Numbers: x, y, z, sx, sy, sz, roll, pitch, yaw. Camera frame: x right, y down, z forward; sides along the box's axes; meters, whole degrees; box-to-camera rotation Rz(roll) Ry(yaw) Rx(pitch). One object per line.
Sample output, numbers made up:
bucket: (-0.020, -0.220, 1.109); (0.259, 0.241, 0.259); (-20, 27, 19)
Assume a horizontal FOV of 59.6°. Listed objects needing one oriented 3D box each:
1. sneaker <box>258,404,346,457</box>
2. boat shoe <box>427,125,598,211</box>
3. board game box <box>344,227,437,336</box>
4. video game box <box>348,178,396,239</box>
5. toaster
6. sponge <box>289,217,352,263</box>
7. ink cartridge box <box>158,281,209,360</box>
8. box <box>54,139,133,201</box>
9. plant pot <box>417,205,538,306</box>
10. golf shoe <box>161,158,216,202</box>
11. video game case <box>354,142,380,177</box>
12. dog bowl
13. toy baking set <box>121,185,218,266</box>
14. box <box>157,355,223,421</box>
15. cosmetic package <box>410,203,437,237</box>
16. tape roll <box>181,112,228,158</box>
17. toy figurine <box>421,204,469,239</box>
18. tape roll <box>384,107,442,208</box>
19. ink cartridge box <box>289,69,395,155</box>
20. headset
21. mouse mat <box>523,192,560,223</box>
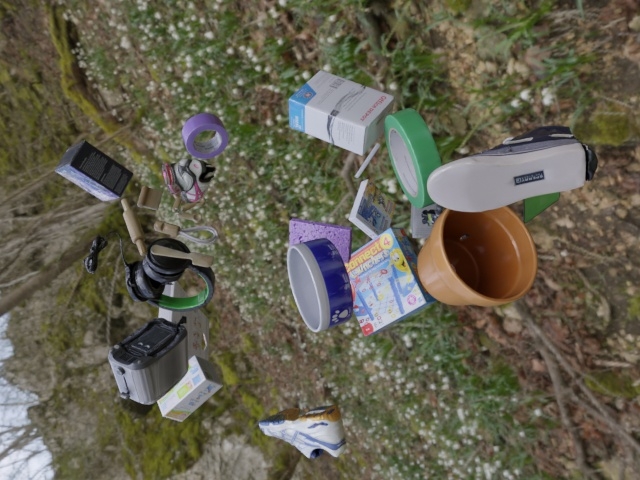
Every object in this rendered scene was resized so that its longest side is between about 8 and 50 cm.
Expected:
sneaker: (-0.055, 0.531, 1.516); (0.111, 0.296, 0.131); (-16, -92, -46)
boat shoe: (0.405, -0.161, 1.223); (0.158, 0.340, 0.127); (-74, -26, -57)
board game box: (0.235, 0.156, 2.082); (0.086, 0.308, 0.302); (-1, -119, -50)
video game box: (0.220, -0.120, 2.330); (0.187, 0.048, 0.205); (39, -124, -30)
toaster: (-0.418, 0.300, 1.404); (0.227, 0.129, 0.147); (-41, -40, -53)
sponge: (0.000, 0.000, 1.832); (0.031, 0.209, 0.117); (-48, -36, -62)
ink cartridge box: (-0.507, 0.335, 2.081); (0.296, 0.066, 0.261); (-103, -11, -50)
box: (-0.796, -0.241, 1.966); (0.207, 0.153, 0.108); (36, -116, -34)
plant pot: (0.395, 0.052, 1.489); (0.203, 0.290, 0.291); (133, 128, -61)
golf shoe: (-0.236, -0.115, 1.074); (0.186, 0.085, 0.068); (48, -153, -88)
video game case: (0.195, -0.331, 2.328); (0.019, 0.157, 0.143); (34, -176, -1)
dog bowl: (-0.005, 0.129, 1.642); (0.265, 0.104, 0.265); (165, 90, -72)
toy baking set: (-0.348, -0.038, 1.300); (0.030, 0.196, 0.256); (108, 143, -54)
box: (-0.462, 0.517, 1.947); (0.114, 0.203, 0.103); (51, -175, 38)
cosmetic package: (0.428, -0.139, 2.313); (0.127, 0.107, 0.238); (-83, -6, -55)
tape roll: (-0.501, -0.452, 2.426); (0.080, 0.188, 0.189); (61, -178, 37)
toy figurine: (0.475, -0.108, 1.959); (0.213, 0.148, 0.210); (36, -109, -46)
tape roll: (0.302, -0.265, 1.814); (0.321, 0.077, 0.322); (160, 90, -87)
ink cartridge box: (0.075, -0.455, 1.977); (0.223, 0.307, 0.129); (-50, -24, -36)
headset: (-0.504, 0.108, 1.675); (0.394, 0.243, 0.185); (36, -145, -28)
mouse mat: (0.653, -0.149, 1.645); (0.007, 0.152, 0.190); (45, 164, 43)
